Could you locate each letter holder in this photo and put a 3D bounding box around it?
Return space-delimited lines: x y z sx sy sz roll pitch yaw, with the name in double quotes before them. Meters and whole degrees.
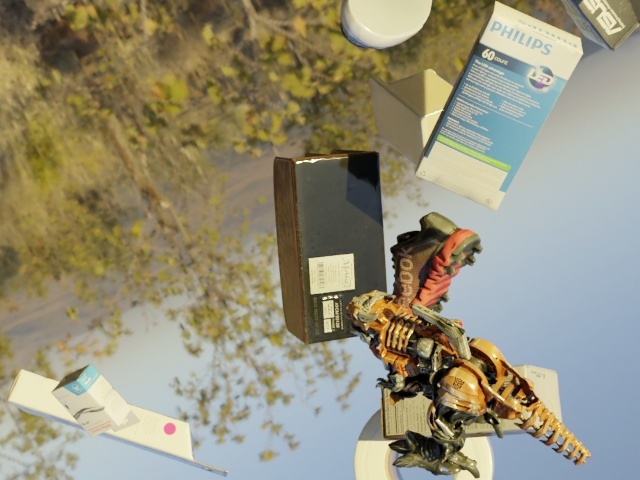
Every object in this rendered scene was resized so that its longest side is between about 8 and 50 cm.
"letter holder" 0.000 0.000 1.568 0.152 0.301 0.214 -7 -171 -19

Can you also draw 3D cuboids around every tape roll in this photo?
"tape roll" 0.193 0.406 1.674 0.246 0.246 0.169 -28 163 6

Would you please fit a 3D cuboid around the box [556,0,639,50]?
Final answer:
"box" 0.441 -0.534 1.392 0.318 0.395 0.097 -46 -144 9

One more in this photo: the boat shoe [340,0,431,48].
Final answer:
"boat shoe" 0.063 -0.241 0.934 0.076 0.080 0.228 -43 -167 40

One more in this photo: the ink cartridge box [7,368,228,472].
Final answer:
"ink cartridge box" -0.324 0.311 1.537 0.175 0.371 0.069 111 -1 -72

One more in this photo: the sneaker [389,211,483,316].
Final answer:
"sneaker" 0.177 0.059 1.659 0.098 0.135 0.276 -19 146 -46

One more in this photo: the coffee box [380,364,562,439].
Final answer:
"coffee box" 0.235 0.259 1.443 0.247 0.098 0.141 -12 162 32

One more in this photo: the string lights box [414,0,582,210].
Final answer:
"string lights box" 0.248 -0.186 1.295 0.076 0.133 0.259 -65 180 -60

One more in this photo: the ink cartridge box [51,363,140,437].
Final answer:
"ink cartridge box" -0.233 0.173 0.954 0.048 0.083 0.028 -27 -161 34

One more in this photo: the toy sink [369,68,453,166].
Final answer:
"toy sink" 0.226 -0.279 2.034 0.131 0.152 0.234 -23 -141 -15

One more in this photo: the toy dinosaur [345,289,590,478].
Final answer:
"toy dinosaur" 0.167 0.187 1.137 0.164 0.322 0.218 -25 142 -23
